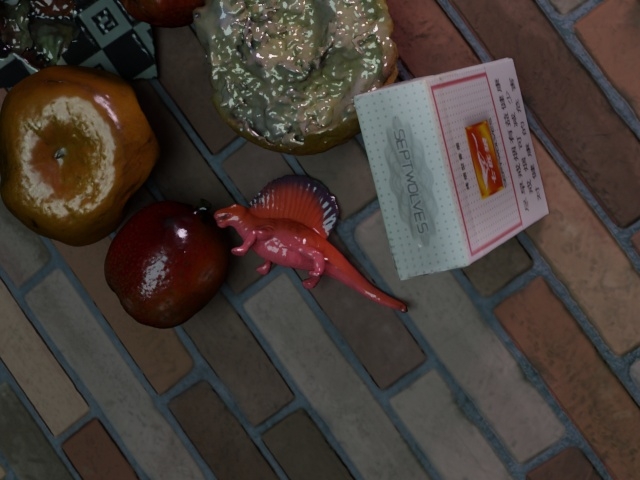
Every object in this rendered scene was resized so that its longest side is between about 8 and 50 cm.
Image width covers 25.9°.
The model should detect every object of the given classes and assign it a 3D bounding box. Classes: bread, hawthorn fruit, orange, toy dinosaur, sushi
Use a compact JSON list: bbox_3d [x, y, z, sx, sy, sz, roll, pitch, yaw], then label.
[{"bbox_3d":[-0.022,-0.244,1.770,0.274,0.149,0.274,4,101,19],"label":"bread"},{"bbox_3d":[-0.200,0.025,1.900,0.188,0.169,0.169,-45,82,20],"label":"hawthorn fruit"},{"bbox_3d":[-0.336,-0.124,1.915,0.249,0.183,0.249,2,98,15],"label":"orange"},{"bbox_3d":[-0.001,-0.008,1.866,0.286,0.070,0.139,18,73,1],"label":"toy dinosaur"},{"bbox_3d":[-0.370,-0.364,1.939,0.294,0.059,0.292,-2,112,15],"label":"sushi"},{"bbox_3d":[-0.196,-0.367,1.813,0.173,0.173,0.179,18,71,19],"label":"hawthorn fruit"}]

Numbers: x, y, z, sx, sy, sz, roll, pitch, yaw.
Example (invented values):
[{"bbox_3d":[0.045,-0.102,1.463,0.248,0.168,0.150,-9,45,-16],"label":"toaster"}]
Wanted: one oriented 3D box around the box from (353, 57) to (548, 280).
[{"bbox_3d":[0.161,-0.094,1.625,0.095,0.330,0.210,-12,96,25],"label":"box"}]
